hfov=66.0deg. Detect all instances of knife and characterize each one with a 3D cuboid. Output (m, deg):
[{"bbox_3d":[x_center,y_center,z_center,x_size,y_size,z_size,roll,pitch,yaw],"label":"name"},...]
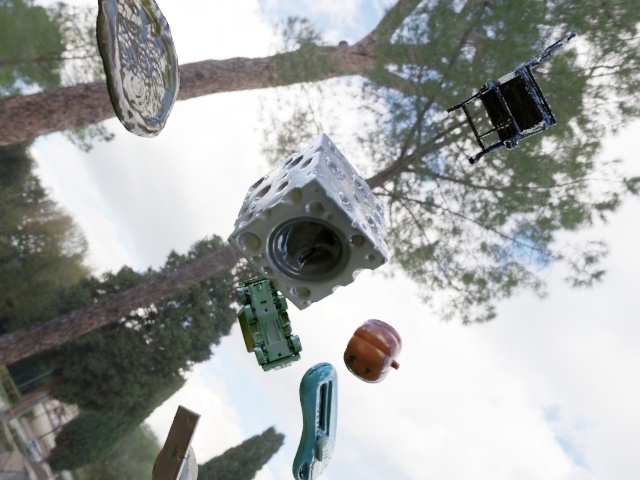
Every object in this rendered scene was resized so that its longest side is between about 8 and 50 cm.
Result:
[{"bbox_3d":[-0.004,0.222,0.580,0.031,0.064,0.222,41,-39,40],"label":"knife"}]

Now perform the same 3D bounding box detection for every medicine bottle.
[{"bbox_3d":[-0.188,0.237,1.528,0.088,0.132,0.189,173,-99,-85],"label":"medicine bottle"}]

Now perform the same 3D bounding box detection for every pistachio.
[{"bbox_3d":[-0.364,0.577,1.240,0.113,0.113,0.149,-9,-113,57],"label":"pistachio"}]

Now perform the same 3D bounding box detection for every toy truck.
[{"bbox_3d":[-0.130,0.226,1.317,0.135,0.128,0.260,85,-16,-52],"label":"toy truck"}]

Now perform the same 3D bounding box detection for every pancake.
[{"bbox_3d":[-0.277,-0.282,0.763,0.250,0.031,0.250,0,90,-84],"label":"pancake"}]

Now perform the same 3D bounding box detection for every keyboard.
[{"bbox_3d":[-0.270,0.397,0.927,0.055,0.017,0.166,19,-91,21],"label":"keyboard"}]

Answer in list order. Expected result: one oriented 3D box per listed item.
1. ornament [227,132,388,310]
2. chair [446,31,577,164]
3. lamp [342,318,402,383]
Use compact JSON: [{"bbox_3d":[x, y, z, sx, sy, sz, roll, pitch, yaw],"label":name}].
[{"bbox_3d":[-0.018,-0.042,1.084,0.239,0.240,0.239,-32,-63,24],"label":"ornament"},{"bbox_3d":[0.329,-0.229,0.789,0.113,0.229,0.106,62,-18,-5],"label":"chair"},{"bbox_3d":[0.162,0.330,1.450,0.163,0.187,0.188,31,-43,20],"label":"lamp"}]
